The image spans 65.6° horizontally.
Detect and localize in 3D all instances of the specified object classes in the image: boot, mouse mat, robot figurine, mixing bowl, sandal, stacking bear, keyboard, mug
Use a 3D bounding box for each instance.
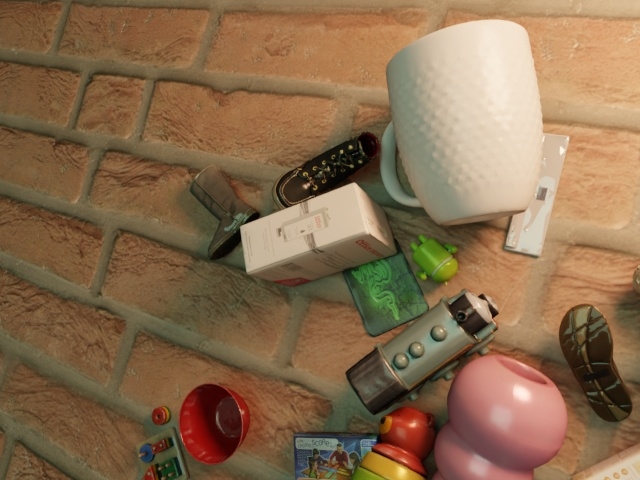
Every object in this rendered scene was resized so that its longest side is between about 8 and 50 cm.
[{"bbox_3d":[0.014,-0.156,1.085,0.179,0.236,0.085,-26,98,43],"label":"boot"},{"bbox_3d":[0.142,0.106,1.129,0.153,0.007,0.189,-29,70,17],"label":"mouse mat"},{"bbox_3d":[-0.282,-0.077,1.311,0.208,0.076,0.189,41,85,17],"label":"boot"},{"bbox_3d":[0.243,0.042,1.060,0.101,0.067,0.115,-42,67,0],"label":"robot figurine"},{"bbox_3d":[-0.239,0.432,1.195,0.181,0.098,0.181,-4,79,23],"label":"mixing bowl"},{"bbox_3d":[0.510,0.223,0.922,0.090,0.060,0.219,-25,87,25],"label":"sandal"},{"bbox_3d":[0.136,0.466,0.972,0.164,0.175,0.289,31,69,-8],"label":"stacking bear"},{"bbox_3d":[0.446,-0.097,1.025,0.072,0.014,0.256,14,88,20],"label":"keyboard"},{"bbox_3d":[0.259,-0.196,1.007,0.374,0.276,0.328,-15,82,52],"label":"mug"}]

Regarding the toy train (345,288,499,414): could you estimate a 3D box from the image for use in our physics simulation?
[{"bbox_3d":[0.203,0.219,0.981,0.334,0.190,0.142,-39,69,14],"label":"toy train"}]

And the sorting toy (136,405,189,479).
[{"bbox_3d":[-0.417,0.581,1.280,0.132,0.046,0.274,-30,71,17],"label":"sorting toy"}]

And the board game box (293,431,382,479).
[{"bbox_3d":[0.039,0.496,1.095,0.201,0.035,0.136,-7,79,23],"label":"board game box"}]

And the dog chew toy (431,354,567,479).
[{"bbox_3d":[0.305,0.384,0.914,0.207,0.207,0.331,26,101,25],"label":"dog chew toy"}]

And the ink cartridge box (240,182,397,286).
[{"bbox_3d":[0.000,0.000,1.097,0.283,0.207,0.117,-19,69,20],"label":"ink cartridge box"}]

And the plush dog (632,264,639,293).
[{"bbox_3d":[0.653,0.122,0.776,0.263,0.225,0.210,-2,81,24],"label":"plush dog"}]

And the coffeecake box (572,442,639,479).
[{"bbox_3d":[0.562,0.439,0.852,0.185,0.068,0.142,-36,69,15],"label":"coffeecake box"}]
